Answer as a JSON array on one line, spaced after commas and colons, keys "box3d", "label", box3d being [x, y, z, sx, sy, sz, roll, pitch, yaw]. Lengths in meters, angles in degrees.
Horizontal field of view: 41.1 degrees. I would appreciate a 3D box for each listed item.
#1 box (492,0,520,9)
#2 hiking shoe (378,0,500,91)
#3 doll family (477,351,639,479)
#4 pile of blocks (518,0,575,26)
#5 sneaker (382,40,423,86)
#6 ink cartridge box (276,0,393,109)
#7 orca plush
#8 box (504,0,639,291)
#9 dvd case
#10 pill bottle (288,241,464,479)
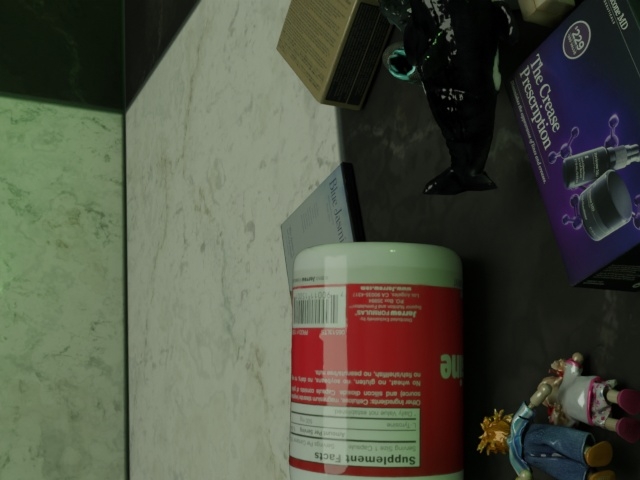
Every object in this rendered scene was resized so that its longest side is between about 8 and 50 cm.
[{"box3d": [0.305, -0.393, 0.959, 0.322, 0.058, 0.233, 16, 100, 60], "label": "box"}, {"box3d": [0.159, -0.288, 1.154, 0.113, 0.132, 0.304, -33, 28, 19], "label": "hiking shoe"}, {"box3d": [0.238, 0.252, 0.913, 0.163, 0.118, 0.263, 0, 86, 62], "label": "doll family"}, {"box3d": [0.255, -0.410, 0.874, 0.149, 0.112, 0.363, 32, 114, 59], "label": "pile of blocks"}, {"box3d": [0.126, -0.263, 1.250, 0.166, 0.076, 0.065, 38, 118, 58], "label": "sneaker"}, {"box3d": [0.023, -0.360, 1.447, 0.193, 0.088, 0.235, -67, 32, 28], "label": "ink cartridge box"}, {"box3d": [0.127, -0.185, 0.952, 0.151, 0.102, 0.287, 23, 121, 38], "label": "orca plush"}, {"box3d": [0.308, -0.106, 0.862, 0.184, 0.103, 0.261, -45, 47, 47], "label": "box"}, {"box3d": [0.000, 0.000, 1.504, 0.253, 0.022, 0.181, -42, 50, 52], "label": "dvd case"}, {"box3d": [0.073, 0.215, 1.114, 0.229, 0.228, 0.408, -12, 76, 61], "label": "pill bottle"}]
